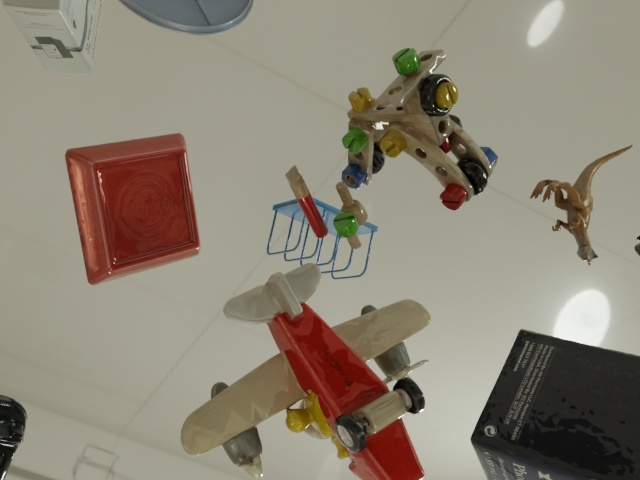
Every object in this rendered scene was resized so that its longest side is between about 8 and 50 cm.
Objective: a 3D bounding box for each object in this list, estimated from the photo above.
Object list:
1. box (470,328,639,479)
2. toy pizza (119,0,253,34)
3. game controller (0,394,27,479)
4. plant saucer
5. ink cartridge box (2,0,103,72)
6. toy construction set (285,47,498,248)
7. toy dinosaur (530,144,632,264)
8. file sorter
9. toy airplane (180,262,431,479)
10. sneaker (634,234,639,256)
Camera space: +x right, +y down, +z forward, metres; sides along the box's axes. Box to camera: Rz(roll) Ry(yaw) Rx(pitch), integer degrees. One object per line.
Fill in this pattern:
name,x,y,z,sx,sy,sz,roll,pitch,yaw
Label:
box,0.374,0.288,0.864,0.294,0.296,0.183,8,-129,37
toy pizza,-0.178,-0.326,0.881,0.032,0.201,0.201,-47,-157,52
game controller,-0.529,0.259,0.905,0.067,0.319,0.167,21,-96,40
plant saucer,-0.343,-0.065,1.389,0.047,0.258,0.259,5,-73,45
ink cartridge box,-0.419,-0.382,1.148,0.208,0.086,0.153,108,-14,-77
toy construction set,0.087,-0.158,1.070,0.308,0.237,0.257,-34,-140,-6
toy dinosaur,0.367,-0.061,1.025,0.064,0.112,0.212,131,-20,-64
file sorter,0.000,0.000,1.356,0.118,0.170,0.105,-10,-116,54
toy airplane,-0.009,0.235,1.227,0.272,0.386,0.384,98,3,-47
sneaker,0.620,-0.018,1.276,0.130,0.227,0.087,-28,-133,19
